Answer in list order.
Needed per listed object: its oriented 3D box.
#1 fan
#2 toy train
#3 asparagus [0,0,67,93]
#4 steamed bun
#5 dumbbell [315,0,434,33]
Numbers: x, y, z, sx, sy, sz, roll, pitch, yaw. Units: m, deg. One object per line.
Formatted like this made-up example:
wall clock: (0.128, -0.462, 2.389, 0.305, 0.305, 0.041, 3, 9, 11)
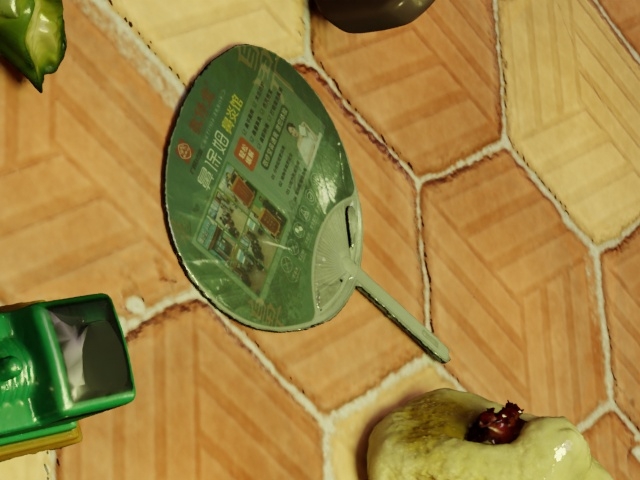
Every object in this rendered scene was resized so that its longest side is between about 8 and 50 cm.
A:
fan: (-0.021, 0.003, 1.393, 0.223, 0.012, 0.294, -36, 101, -51)
toy train: (-0.196, 0.080, 1.048, 0.228, 0.136, 0.091, -6, 79, -54)
asparagus: (-0.247, -0.199, 1.157, 0.287, 0.080, 0.080, 40, 47, -28)
steamed bun: (0.138, 0.184, 1.390, 0.141, 0.155, 0.172, -37, 104, -52)
dumbbell: (-0.007, -0.256, 1.421, 0.225, 0.140, 0.124, 32, 67, -40)
